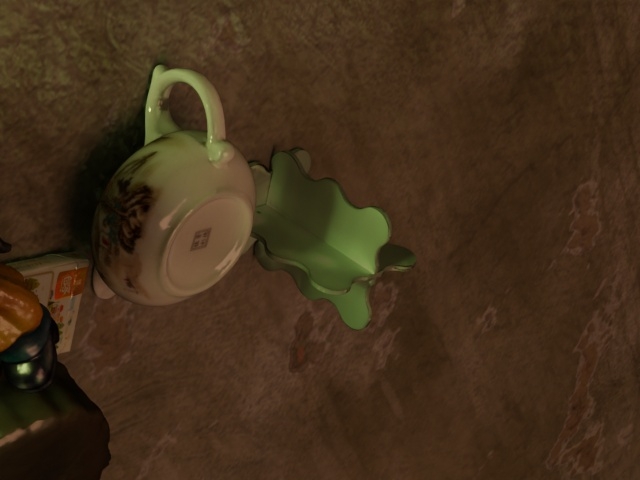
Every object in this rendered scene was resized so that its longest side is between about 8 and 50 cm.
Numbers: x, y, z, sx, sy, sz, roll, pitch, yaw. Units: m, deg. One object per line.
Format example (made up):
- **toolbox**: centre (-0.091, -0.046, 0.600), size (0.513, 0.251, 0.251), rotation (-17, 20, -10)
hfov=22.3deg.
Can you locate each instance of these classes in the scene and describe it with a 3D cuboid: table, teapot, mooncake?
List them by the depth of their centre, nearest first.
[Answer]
- **mooncake**: centre (-0.340, 0.229, 1.745), size (0.228, 0.124, 0.228), rotation (-31, 147, -23)
- **teapot**: centre (-0.161, -0.039, 1.760), size (0.204, 0.139, 0.298), rotation (-2, 121, -50)
- **table**: centre (0.000, 0.000, 1.939), size (0.166, 0.198, 0.166), rotation (-33, 140, -32)

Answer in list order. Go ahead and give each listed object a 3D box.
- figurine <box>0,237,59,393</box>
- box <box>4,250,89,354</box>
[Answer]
- **figurine**: centre (-0.363, 0.018, 1.511), size (0.332, 0.185, 0.204), rotation (40, 48, -65)
- **box**: centre (-0.346, 0.082, 1.713), size (0.220, 0.032, 0.122), rotation (-11, 125, -47)
